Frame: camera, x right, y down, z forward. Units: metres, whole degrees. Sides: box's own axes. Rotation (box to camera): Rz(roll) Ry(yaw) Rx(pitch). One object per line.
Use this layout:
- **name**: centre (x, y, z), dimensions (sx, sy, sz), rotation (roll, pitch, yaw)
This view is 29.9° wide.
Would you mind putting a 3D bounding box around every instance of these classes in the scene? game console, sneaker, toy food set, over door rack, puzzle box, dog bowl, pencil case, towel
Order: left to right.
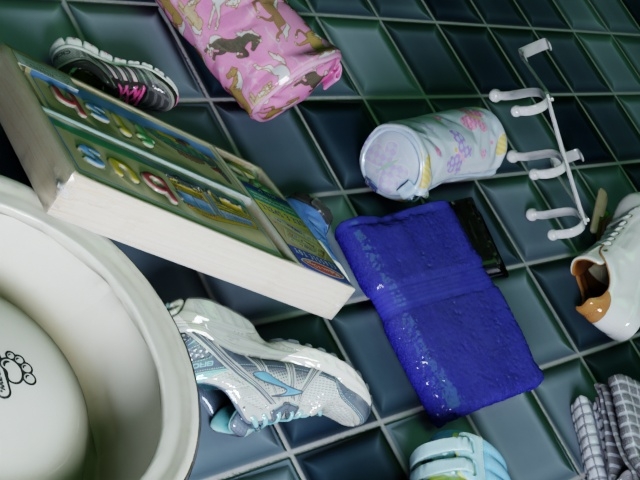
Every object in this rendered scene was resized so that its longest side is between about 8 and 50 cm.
- **dog bowl**: centre (-0.316, 0.129, 1.053), dimensions (0.408, 0.150, 0.408), rotation (28, 35, -22)
- **sneaker**: centre (-0.258, -0.189, 1.489), dimensions (0.170, 0.063, 0.075), rotation (21, 44, -24)
- **puzzle box**: centre (-0.166, -0.060, 1.342), dimensions (0.409, 0.052, 0.272), rotation (23, 21, -43)
- **pencil case**: centre (-0.135, -0.346, 1.675), dimensions (0.386, 0.167, 0.160), rotation (54, 5, 7)
- **sneaker**: centre (-0.071, 0.171, 1.346), dimensions (0.283, 0.110, 0.122), rotation (25, 61, -25)
- **sneaker**: centre (0.000, -0.001, 1.581), dimensions (0.152, 0.058, 0.084), rotation (46, 45, 8)
- **sneaker**: centre (0.119, 0.309, 1.376), dimensions (0.319, 0.127, 0.208), rotation (21, 46, -45)
- **towel**: centre (0.158, 0.096, 1.650), dimensions (0.228, 0.076, 0.308), rotation (-12, 67, -42)
- **pencil case**: centre (0.179, -0.135, 1.831), dimensions (0.124, 0.113, 0.273), rotation (45, 34, 18)
- **game console**: centre (0.230, 0.003, 1.847), dimensions (0.107, 0.071, 0.122), rotation (-13, 63, -17)
- **over door rack**: centre (0.362, -0.167, 1.990), dimensions (0.324, 0.108, 0.239), rotation (-70, 143, -62)
- **sneaker**: centre (0.486, 0.017, 1.987), dimensions (0.123, 0.106, 0.290), rotation (30, 53, -16)
- **toy food set**: centre (0.535, 0.011, 2.132), dimensions (0.192, 0.038, 0.132), rotation (43, 44, -16)
- **towel**: centre (0.511, 0.336, 1.742), dimensions (0.284, 0.121, 0.235), rotation (25, 42, -28)
